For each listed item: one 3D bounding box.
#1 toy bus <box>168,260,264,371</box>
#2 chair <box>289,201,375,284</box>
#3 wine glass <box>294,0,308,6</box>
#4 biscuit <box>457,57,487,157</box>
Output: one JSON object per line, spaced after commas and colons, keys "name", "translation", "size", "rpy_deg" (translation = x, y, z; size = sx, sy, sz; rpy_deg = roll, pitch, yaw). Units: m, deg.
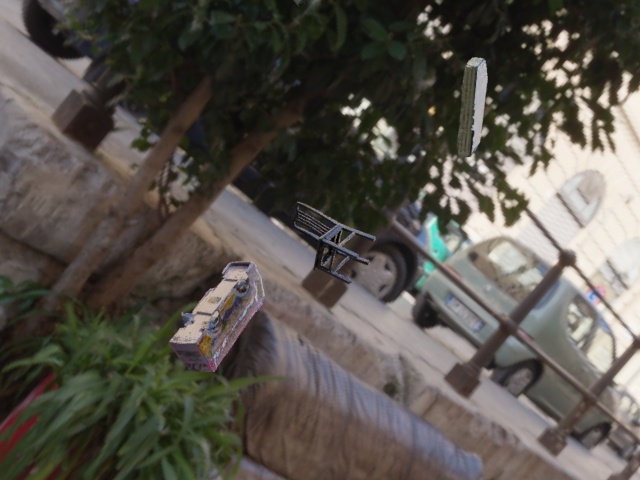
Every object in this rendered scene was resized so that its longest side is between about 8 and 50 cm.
{"name": "toy bus", "translation": [-0.223, 0.166, 1.752], "size": [0.090, 0.274, 0.112], "rpy_deg": [-3, -54, 34]}
{"name": "chair", "translation": [0.000, 0.000, 1.683], "size": [0.213, 0.084, 0.101], "rpy_deg": [25, 37, 19]}
{"name": "wine glass", "translation": [-0.077, -0.530, 1.414], "size": [0.222, 0.103, 0.103], "rpy_deg": [52, 3, 1]}
{"name": "biscuit", "translation": [0.397, -0.355, 2.052], "size": [0.052, 0.252, 0.150], "rpy_deg": [10, 30, 17]}
